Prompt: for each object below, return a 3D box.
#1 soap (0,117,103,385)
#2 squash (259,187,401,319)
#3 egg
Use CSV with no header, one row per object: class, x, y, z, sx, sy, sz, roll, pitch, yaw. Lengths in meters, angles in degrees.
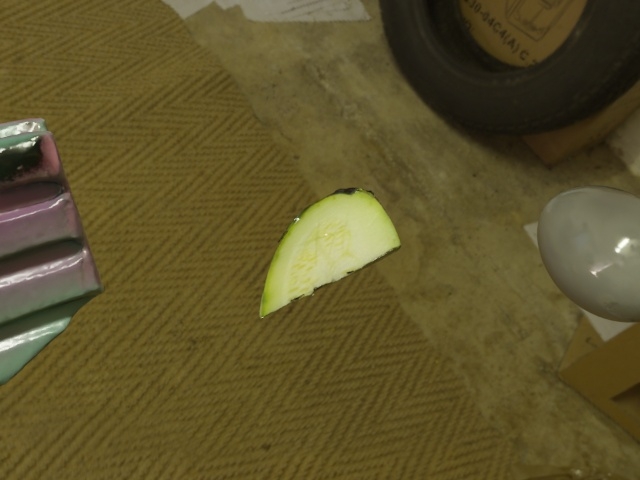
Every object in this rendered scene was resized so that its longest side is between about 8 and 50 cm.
soap,-0.342,0.040,0.457,0.324,0.193,0.109,-21,27,-24
squash,0.000,0.000,0.974,0.237,0.204,0.155,-25,85,9
egg,0.345,0.012,0.723,0.146,0.146,0.199,-6,40,-26
